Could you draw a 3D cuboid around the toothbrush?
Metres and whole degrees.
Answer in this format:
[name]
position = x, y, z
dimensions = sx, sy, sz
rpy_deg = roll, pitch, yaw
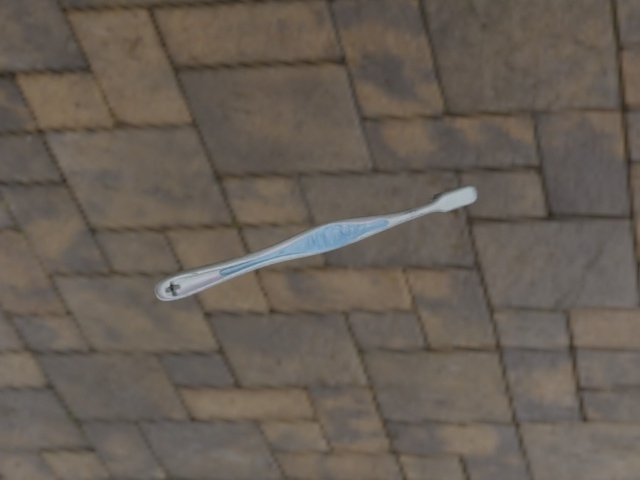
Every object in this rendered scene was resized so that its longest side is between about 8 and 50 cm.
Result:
[toothbrush]
position = 0.000, 0.000, 0.760
dimensions = 0.162, 0.014, 0.017
rpy_deg = -18, -170, -17
